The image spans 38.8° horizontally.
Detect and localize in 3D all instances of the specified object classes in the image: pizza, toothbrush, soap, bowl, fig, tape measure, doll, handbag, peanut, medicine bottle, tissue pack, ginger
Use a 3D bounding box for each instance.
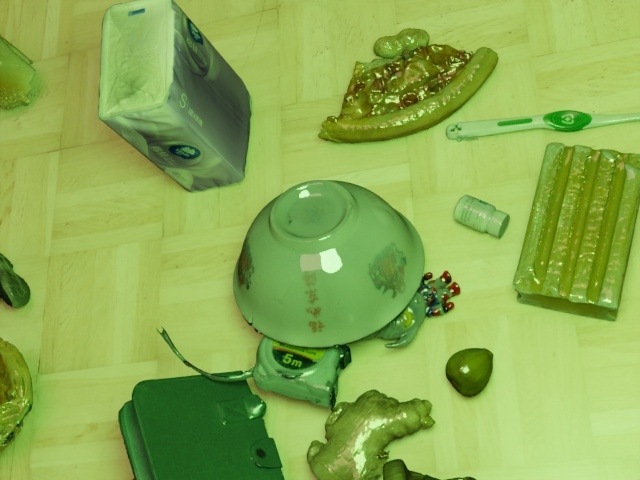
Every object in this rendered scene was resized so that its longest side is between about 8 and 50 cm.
[{"bbox_3d":[0.159,-0.287,1.721,0.365,0.074,0.182,-18,71,9],"label":"pizza"},{"bbox_3d":[0.432,-0.212,1.627,0.418,0.040,0.042,-4,67,21],"label":"toothbrush"},{"bbox_3d":[0.433,-0.018,1.505,0.173,0.089,0.274,11,71,21],"label":"soap"},{"bbox_3d":[0.000,0.000,1.547,0.346,0.157,0.345,-7,48,7],"label":"bowl"},{"bbox_3d":[0.246,0.208,1.476,0.088,0.074,0.074,-40,60,-20],"label":"fig"},{"bbox_3d":[-0.113,0.190,1.566,0.330,0.084,0.164,13,44,17],"label":"tape measure"},{"bbox_3d":[0.148,0.119,1.552,0.195,0.062,0.104,-29,79,-8],"label":"doll"},{"bbox_3d":[-0.174,0.366,1.463,0.238,0.089,0.326,-3,53,-33],"label":"handbag"},{"bbox_3d":[0.158,-0.385,1.778,0.113,0.054,0.054,-14,63,6],"label":"peanut"},{"bbox_3d":[0.281,-0.042,1.585,0.089,0.052,0.052,26,77,26],"label":"medicine bottle"},{"bbox_3d":[-0.259,-0.263,1.698,0.160,0.338,0.242,-9,68,19],"label":"tissue pack"},{"bbox_3d":[0.076,0.312,1.482,0.213,0.074,0.137,-46,71,-1],"label":"ginger"}]

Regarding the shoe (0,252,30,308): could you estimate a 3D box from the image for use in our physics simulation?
[{"bbox_3d":[-0.654,0.093,1.820,0.099,0.071,0.169,-43,57,0],"label":"shoe"}]

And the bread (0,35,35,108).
[{"bbox_3d":[-0.782,-0.412,2.014,0.314,0.192,0.171,32,78,27],"label":"bread"}]

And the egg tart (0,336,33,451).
[{"bbox_3d":[-0.628,0.302,1.696,0.241,0.106,0.241,-8,64,17],"label":"egg tart"}]

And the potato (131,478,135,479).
[{"bbox_3d":[-0.280,0.504,1.458,0.165,0.165,0.262,-9,63,14],"label":"potato"}]

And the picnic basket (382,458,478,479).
[{"bbox_3d":[0.141,0.441,1.235,0.337,0.337,0.293,-20,47,9],"label":"picnic basket"}]
